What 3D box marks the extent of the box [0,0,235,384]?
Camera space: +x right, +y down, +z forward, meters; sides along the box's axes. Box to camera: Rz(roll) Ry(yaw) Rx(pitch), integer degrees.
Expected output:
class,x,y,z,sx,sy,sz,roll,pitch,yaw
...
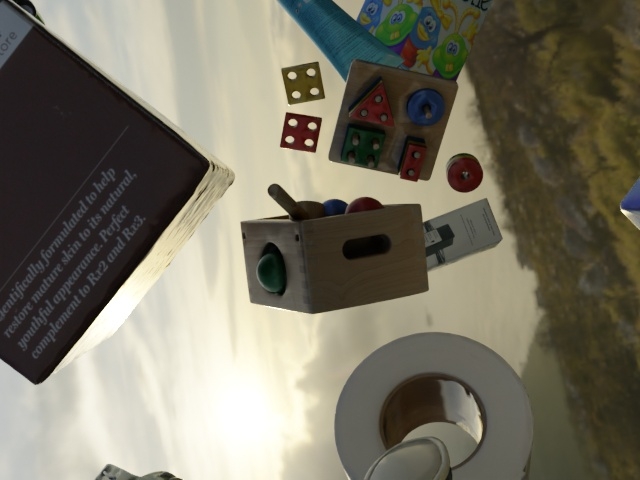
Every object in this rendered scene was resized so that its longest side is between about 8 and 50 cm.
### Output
class,x,y,z,sx,sy,sz,roll,pitch,yaw
box,-0.177,-0.033,0.617,0.167,0.168,0.203,39,-179,-2

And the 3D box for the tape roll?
class,x,y,z,sx,sy,sz,roll,pitch,yaw
tape roll,0.148,0.262,1.189,0.169,0.246,0.246,75,-176,-57

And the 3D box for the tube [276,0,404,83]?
class,x,y,z,sx,sy,sz,roll,pitch,yaw
tube,0.018,-0.281,1.245,0.207,0.080,0.052,50,-176,25

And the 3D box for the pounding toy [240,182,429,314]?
class,x,y,z,sx,sy,sz,roll,pitch,yaw
pounding toy,0.000,0.000,0.734,0.130,0.141,0.100,2,99,60

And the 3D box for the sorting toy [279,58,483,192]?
class,x,y,z,sx,sy,sz,roll,pitch,yaw
sorting toy,0.079,-0.140,1.119,0.046,0.274,0.132,-91,14,-62

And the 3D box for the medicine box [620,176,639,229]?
class,x,y,z,sx,sy,sz,roll,pitch,yaw
medicine box,0.393,-0.041,0.598,0.263,0.289,0.149,42,166,-13

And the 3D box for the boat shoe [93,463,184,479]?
class,x,y,z,sx,sy,sz,roll,pitch,yaw
boat shoe,-0.207,0.327,1.133,0.109,0.302,0.094,44,-123,-36

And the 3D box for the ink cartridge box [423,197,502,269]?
class,x,y,z,sx,sy,sz,roll,pitch,yaw
ink cartridge box,0.229,0.004,1.761,0.153,0.208,0.087,46,-156,-82

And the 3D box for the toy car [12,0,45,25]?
class,x,y,z,sx,sy,sz,roll,pitch,yaw
toy car,-0.278,-0.219,0.651,0.239,0.053,0.225,54,179,38

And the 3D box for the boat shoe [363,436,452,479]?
class,x,y,z,sx,sy,sz,roll,pitch,yaw
boat shoe,0.095,0.273,0.877,0.254,0.095,0.079,-81,-33,-74

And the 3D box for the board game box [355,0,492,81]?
class,x,y,z,sx,sy,sz,roll,pitch,yaw
board game box,0.167,-0.370,1.527,0.142,0.144,0.275,24,90,48
